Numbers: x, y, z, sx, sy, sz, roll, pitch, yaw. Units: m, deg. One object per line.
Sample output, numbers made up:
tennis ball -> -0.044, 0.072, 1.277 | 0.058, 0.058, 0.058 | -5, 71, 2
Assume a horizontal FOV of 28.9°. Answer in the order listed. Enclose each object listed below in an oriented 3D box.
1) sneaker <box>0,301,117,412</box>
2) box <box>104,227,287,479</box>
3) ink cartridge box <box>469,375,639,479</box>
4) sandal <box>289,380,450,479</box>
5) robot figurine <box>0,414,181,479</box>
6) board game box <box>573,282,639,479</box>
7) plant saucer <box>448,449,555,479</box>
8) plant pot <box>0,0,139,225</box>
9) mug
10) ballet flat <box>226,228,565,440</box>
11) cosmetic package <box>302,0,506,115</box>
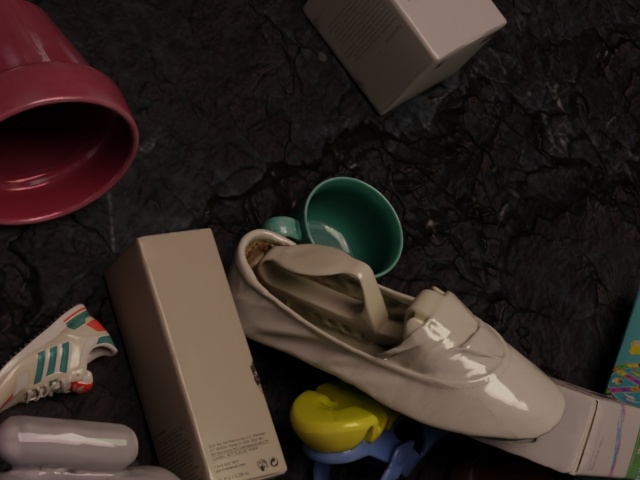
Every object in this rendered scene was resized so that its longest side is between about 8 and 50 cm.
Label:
sneaker -> -0.270, 0.134, 1.250 | 0.075, 0.057, 0.161 | 43, 50, 1
box -> -0.134, 0.134, 1.299 | 0.094, 0.113, 0.275 | -8, 73, -34
ink cartridge box -> 0.268, 0.206, 1.410 | 0.212, 0.154, 0.093 | 17, 89, -57
sandal -> 0.085, 0.207, 1.405 | 0.317, 0.126, 0.138 | -17, 114, -42
robot figurine -> -0.237, 0.302, 1.099 | 0.354, 0.200, 0.299 | 3, 91, -29
board game box -> 0.488, 0.213, 1.554 | 0.254, 0.079, 0.336 | 11, 50, 24
plant saucer -> 0.229, 0.304, 1.440 | 0.169, 0.029, 0.168 | 20, 35, -15
plant pot -> -0.312, -0.145, 1.291 | 0.201, 0.201, 0.180 | -7, 56, -33
mug -> 0.007, -0.004, 1.456 | 0.158, 0.097, 0.129 | 33, 55, -12
ballet flat -> 0.067, 0.091, 1.305 | 0.400, 0.139, 0.139 | 20, 50, 22
cosmetic package -> 0.109, -0.294, 1.622 | 0.151, 0.151, 0.183 | -32, 85, -37
